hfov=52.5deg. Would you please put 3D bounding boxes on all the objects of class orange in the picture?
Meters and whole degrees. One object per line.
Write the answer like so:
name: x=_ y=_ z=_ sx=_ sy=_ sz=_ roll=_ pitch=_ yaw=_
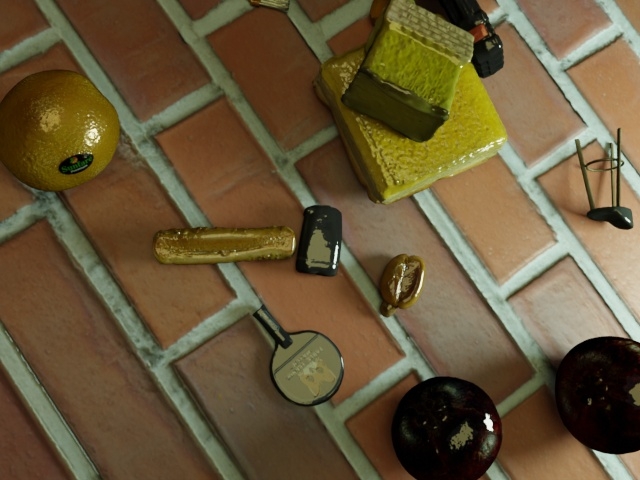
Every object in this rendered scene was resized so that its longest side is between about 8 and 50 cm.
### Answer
orange: x=-0.502 y=-0.209 z=1.241 sx=0.237 sy=0.236 sz=0.236 roll=1 pitch=81 yaw=-7

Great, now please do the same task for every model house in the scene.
model house: x=0.177 y=-0.340 z=1.228 sx=0.194 sy=0.175 sz=0.234 roll=25 pitch=81 yaw=-4

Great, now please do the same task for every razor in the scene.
razor: x=0.000 y=0.000 z=1.356 sx=0.090 sy=0.054 sz=0.147 roll=9 pitch=81 yaw=-10

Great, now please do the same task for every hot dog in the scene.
hot dog: x=-0.193 y=0.007 z=1.324 sx=0.289 sy=0.068 sz=0.083 roll=-2 pitch=104 yaw=-12
hot dog: x=0.170 y=0.096 z=1.364 sx=0.090 sy=0.060 sz=0.140 roll=14 pitch=73 yaw=-1

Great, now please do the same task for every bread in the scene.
bread: x=0.190 y=-0.279 z=1.382 sx=0.324 sy=0.143 sz=0.333 roll=-23 pitch=85 yaw=-12

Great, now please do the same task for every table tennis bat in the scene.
table tennis bat: x=-0.053 y=0.231 z=1.329 sx=0.150 sy=0.027 sz=0.236 roll=-40 pitch=90 yaw=-11

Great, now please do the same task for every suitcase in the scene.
suitcase: x=0.306 y=-0.499 z=1.402 sx=0.066 sy=0.206 sz=0.285 roll=-28 pitch=84 yaw=17

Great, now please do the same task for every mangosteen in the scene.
mangosteen: x=0.612 y=0.318 z=1.319 sx=0.262 sy=0.236 sz=0.235 roll=20 pitch=77 yaw=-38
mangosteen: x=0.245 y=0.378 z=1.265 sx=0.216 sy=0.216 sz=0.216 roll=1 pitch=81 yaw=-7

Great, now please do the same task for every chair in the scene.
chair: x=0.632 y=-0.130 z=1.448 sx=0.095 sy=0.104 sz=0.221 roll=-7 pitch=76 yaw=17

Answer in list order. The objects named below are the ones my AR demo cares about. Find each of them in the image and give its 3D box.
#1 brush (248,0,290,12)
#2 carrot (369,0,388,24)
brush: x=-0.218 y=-0.580 z=1.441 sx=0.315 sy=0.017 sz=0.090 roll=12 pitch=77 yaw=-5
carrot: x=0.190 y=-0.627 z=1.478 sx=0.066 sy=0.066 sz=0.314 roll=23 pitch=78 yaw=-3
